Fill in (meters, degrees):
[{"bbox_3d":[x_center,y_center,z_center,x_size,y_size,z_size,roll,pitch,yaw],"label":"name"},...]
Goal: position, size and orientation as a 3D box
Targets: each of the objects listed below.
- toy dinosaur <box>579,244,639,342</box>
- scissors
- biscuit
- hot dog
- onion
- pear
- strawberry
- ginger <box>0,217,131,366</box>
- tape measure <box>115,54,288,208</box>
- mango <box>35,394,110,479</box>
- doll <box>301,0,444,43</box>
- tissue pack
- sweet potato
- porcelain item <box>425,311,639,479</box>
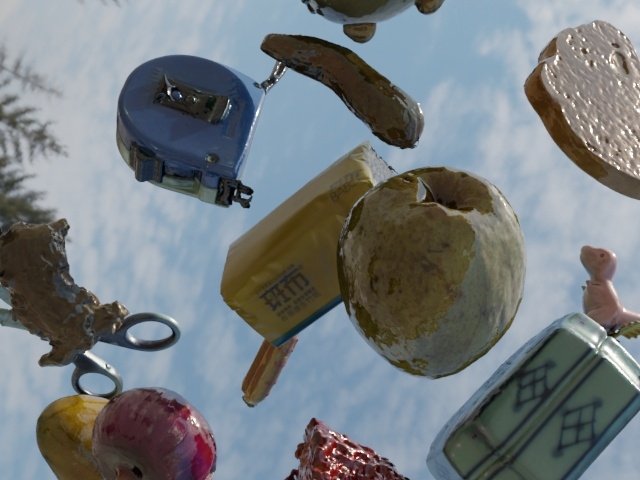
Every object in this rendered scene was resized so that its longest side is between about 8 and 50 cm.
[{"bbox_3d":[0.553,0.123,1.707,0.194,0.152,0.177,36,-90,20],"label":"toy dinosaur"},{"bbox_3d":[-0.445,0.143,1.473,0.256,0.383,0.029,-41,-145,25],"label":"scissors"},{"bbox_3d":[0.469,-0.207,1.404,0.057,0.312,0.351,-44,-170,47],"label":"biscuit"},{"bbox_3d":[-0.119,0.300,2.142,0.250,0.076,0.104,-65,-160,11],"label":"hot dog"},{"bbox_3d":[-0.224,0.280,1.179,0.177,0.153,0.177,3,-83,21],"label":"onion"},{"bbox_3d":[0.117,0.022,0.939,0.229,0.188,0.211,-113,-149,-44],"label":"pear"},{"bbox_3d":[0.044,0.361,1.166,0.234,0.177,0.234,-173,-90,-84],"label":"strawberry"},{"bbox_3d":[-0.328,0.003,0.913,0.122,0.290,0.084,-40,-169,1],"label":"ginger"},{"bbox_3d":[-0.165,-0.216,1.285,0.098,0.215,0.351,111,-7,-51],"label":"tape measure"},{"bbox_3d":[-0.388,0.372,1.553,0.139,0.255,0.175,-17,-158,28],"label":"mango"},{"bbox_3d":[0.057,-0.452,1.174,0.247,0.247,0.350,-29,-110,42],"label":"doll"},{"bbox_3d":[0.000,0.000,1.233,0.270,0.134,0.192,-38,-163,16],"label":"tissue pack"},{"bbox_3d":[0.035,-0.197,1.095,0.062,0.233,0.081,-57,174,30],"label":"sweet potato"},{"bbox_3d":[0.287,0.246,1.205,0.281,0.157,0.286,-44,168,-13],"label":"porcelain item"}]
